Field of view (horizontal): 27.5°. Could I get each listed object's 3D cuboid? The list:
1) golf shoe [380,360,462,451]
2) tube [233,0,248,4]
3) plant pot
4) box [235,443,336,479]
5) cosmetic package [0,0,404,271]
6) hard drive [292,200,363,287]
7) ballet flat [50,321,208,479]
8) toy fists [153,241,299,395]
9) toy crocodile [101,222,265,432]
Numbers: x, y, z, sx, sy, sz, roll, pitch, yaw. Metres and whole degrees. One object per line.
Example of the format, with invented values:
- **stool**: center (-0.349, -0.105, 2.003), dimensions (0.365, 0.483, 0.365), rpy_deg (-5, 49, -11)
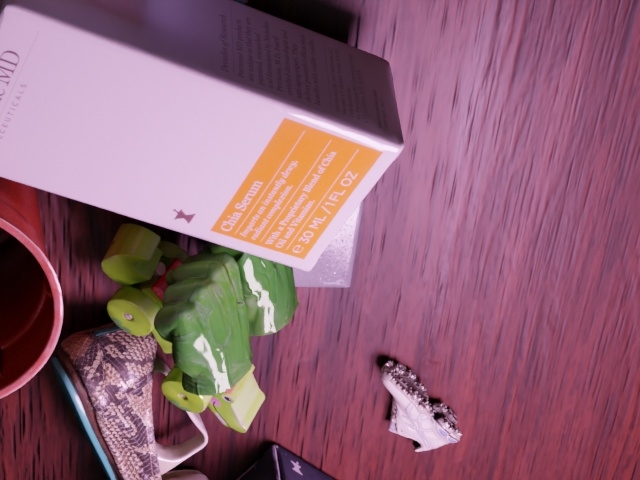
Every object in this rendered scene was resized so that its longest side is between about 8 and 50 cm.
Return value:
- **golf shoe**: center (0.123, 0.244, 1.849), dimensions (0.086, 0.069, 0.176), rpy_deg (-32, 121, 17)
- **tube**: center (-0.180, -0.240, 1.498), dimensions (0.207, 0.052, 0.080), rpy_deg (-31, 120, 16)
- **plant pot**: center (-0.426, 0.006, 1.478), dimensions (0.272, 0.265, 0.272), rpy_deg (-4, 122, -7)
- **box**: center (-0.034, 0.635, 1.937), dimensions (0.480, 0.297, 0.472), rpy_deg (35, 108, -27)
- **cosmetic package**: center (-0.161, -0.148, 1.451), dimensions (0.453, 0.162, 0.230), rpy_deg (17, 132, -22)
- **hard drive**: center (0.000, 0.000, 1.695), dimensions (0.094, 0.022, 0.135), rpy_deg (1, 122, -11)
- **ballet flat**: center (-0.235, 0.314, 1.789), dimensions (0.182, 0.164, 0.483), rpy_deg (-20, 124, -21)
- **toy fists**: center (-0.112, 0.062, 1.576), dimensions (0.096, 0.279, 0.142), rpy_deg (3, 115, 23)
- **toy crocodile**: center (-0.166, 0.112, 1.653), dimensions (0.105, 0.115, 0.341), rpy_deg (-4, 128, 40)
